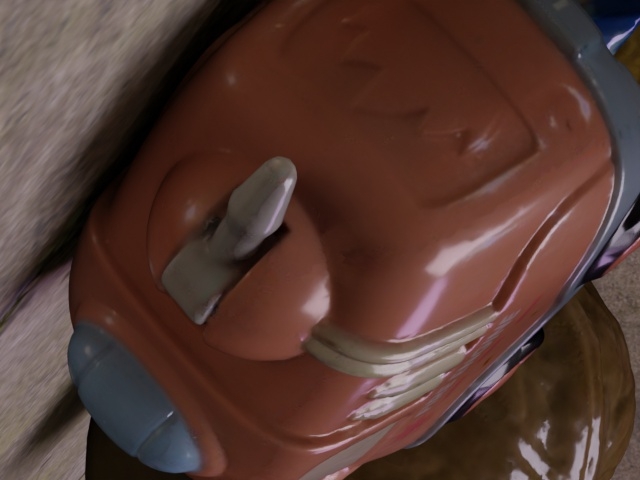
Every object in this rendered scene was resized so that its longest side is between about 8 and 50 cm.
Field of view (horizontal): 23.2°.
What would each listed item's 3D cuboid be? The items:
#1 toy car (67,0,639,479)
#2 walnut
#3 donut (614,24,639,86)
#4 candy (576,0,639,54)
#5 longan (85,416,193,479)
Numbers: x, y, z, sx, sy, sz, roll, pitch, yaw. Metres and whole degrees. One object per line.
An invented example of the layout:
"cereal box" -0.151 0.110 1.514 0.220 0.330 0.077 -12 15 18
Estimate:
"toy car" 0.000 0.000 0.644 0.212 0.180 0.270 -33 166 -40
"walnut" 0.078 0.080 0.919 0.228 0.228 0.228 -50 178 -3
"donut" 0.199 -0.118 0.901 0.295 0.112 0.151 -64 175 -54
"candy" 0.040 -0.063 0.827 0.331 0.077 0.187 -48 -144 13
"longan" -0.023 0.167 1.158 0.319 0.319 0.319 -50 178 -3
